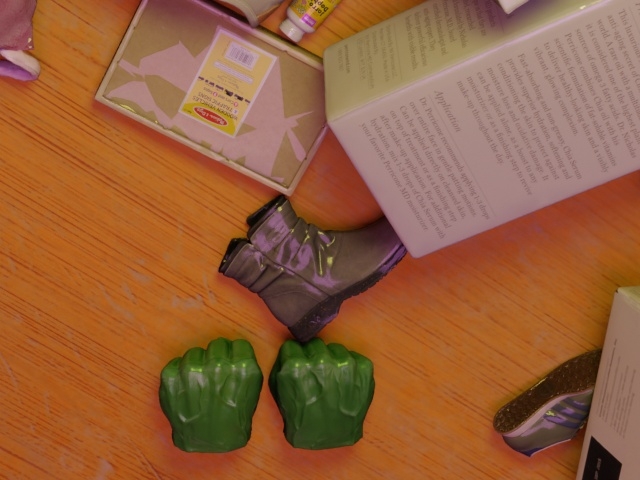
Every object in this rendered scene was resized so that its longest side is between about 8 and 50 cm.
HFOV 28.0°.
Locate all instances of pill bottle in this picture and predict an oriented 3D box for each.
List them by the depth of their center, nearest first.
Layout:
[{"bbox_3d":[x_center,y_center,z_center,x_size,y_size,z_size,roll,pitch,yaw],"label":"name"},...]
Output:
[{"bbox_3d":[-0.010,-0.271,1.491,0.043,0.043,0.083,37,106,-17],"label":"pill bottle"}]

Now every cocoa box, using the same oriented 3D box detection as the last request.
[{"bbox_3d":[0.491,0.249,1.611,0.228,0.231,0.347,-4,115,-23],"label":"cocoa box"}]

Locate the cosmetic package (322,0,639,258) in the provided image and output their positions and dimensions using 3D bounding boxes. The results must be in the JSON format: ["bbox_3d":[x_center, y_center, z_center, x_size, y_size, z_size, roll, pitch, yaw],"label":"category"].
[{"bbox_3d":[0.253,-0.182,1.421,0.453,0.161,0.230,-22,127,16],"label":"cosmetic package"}]

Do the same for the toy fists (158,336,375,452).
[{"bbox_3d":[-0.068,0.190,1.658,0.279,0.096,0.142,0,125,-4],"label":"toy fists"}]

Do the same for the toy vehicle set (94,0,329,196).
[{"bbox_3d":[-0.113,-0.183,1.527,0.267,0.035,0.166,27,109,-13],"label":"toy vehicle set"}]

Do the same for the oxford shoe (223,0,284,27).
[{"bbox_3d":[-0.218,-0.354,1.384,0.449,0.169,0.130,23,109,-17],"label":"oxford shoe"}]

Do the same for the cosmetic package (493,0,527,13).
[{"bbox_3d":[0.105,-0.434,1.299,0.097,0.284,0.377,-31,111,10],"label":"cosmetic package"}]

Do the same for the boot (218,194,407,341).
[{"bbox_3d":[0.000,0.000,1.591,0.246,0.083,0.161,-43,103,12],"label":"boot"}]

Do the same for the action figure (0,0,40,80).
[{"bbox_3d":[-0.422,-0.256,1.297,0.248,0.370,0.275,0,111,-4],"label":"action figure"}]

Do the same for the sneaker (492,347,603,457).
[{"bbox_3d":[0.329,0.222,1.714,0.192,0.064,0.086,-33,125,6],"label":"sneaker"}]
